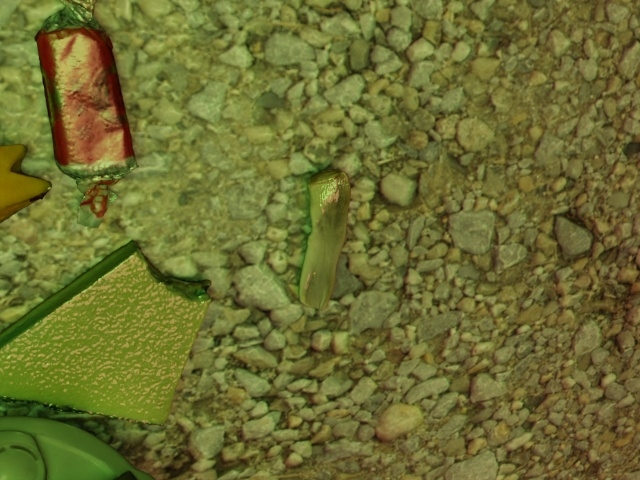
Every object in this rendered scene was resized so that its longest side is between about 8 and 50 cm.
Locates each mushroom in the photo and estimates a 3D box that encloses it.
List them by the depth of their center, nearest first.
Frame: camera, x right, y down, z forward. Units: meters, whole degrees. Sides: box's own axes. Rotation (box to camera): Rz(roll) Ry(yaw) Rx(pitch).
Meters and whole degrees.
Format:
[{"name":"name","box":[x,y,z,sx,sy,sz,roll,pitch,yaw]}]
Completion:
[{"name":"mushroom","box":[0.003,0.000,0.992,0.059,0.054,0.202,-3,116,-19]}]

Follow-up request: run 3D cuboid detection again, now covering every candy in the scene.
[{"name":"candy","box":[-0.250,-0.150,0.801,0.086,0.059,0.292,-12,113,-21]}]

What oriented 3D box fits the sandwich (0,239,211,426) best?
[{"name":"sandwich","box":[-0.267,0.097,0.890,0.244,0.063,0.212,19,96,-31]}]

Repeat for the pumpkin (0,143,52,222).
[{"name":"pumpkin","box":[-0.425,-0.037,0.747,0.254,0.149,0.131,-30,89,-40]}]

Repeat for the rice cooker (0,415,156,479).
[{"name":"rice cooker","box":[-0.327,0.372,0.768,0.335,0.335,0.325,19,124,-30]}]

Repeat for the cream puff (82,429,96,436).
[{"name":"cream puff","box":[-0.311,0.281,0.941,0.058,0.083,0.083,-10,137,26]}]
